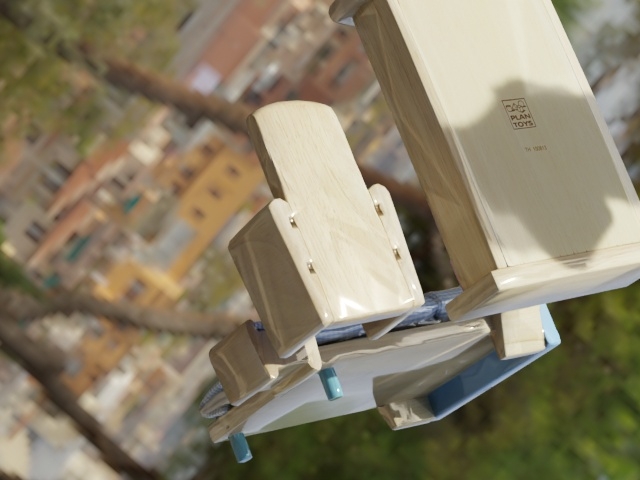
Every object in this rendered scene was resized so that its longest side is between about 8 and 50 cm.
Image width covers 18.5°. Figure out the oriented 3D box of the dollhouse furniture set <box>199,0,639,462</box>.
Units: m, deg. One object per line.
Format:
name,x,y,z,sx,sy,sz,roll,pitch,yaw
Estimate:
dollhouse furniture set,0.000,0.000,1.184,0.286,0.198,0.303,-9,159,-37
